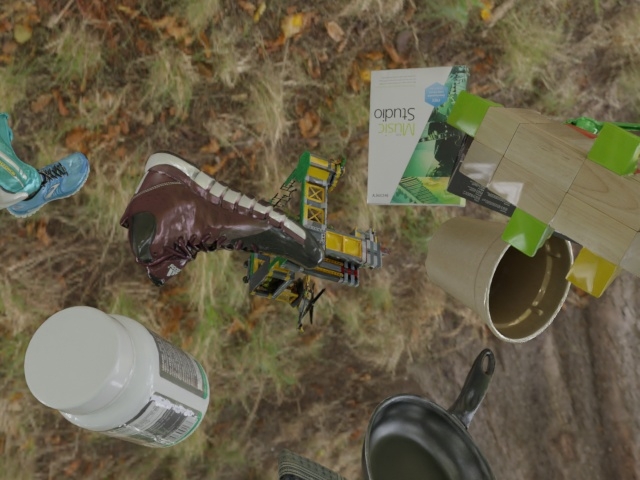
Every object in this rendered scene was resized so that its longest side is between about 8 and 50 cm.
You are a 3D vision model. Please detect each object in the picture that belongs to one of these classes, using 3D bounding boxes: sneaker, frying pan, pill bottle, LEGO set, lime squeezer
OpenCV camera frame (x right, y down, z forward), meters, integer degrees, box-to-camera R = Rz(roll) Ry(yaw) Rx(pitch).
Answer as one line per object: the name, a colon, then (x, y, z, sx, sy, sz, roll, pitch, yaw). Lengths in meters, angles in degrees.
sneaker: (-0.143, 0.009, 1.036, 0.281, 0.162, 0.106, 28, 168, 16)
frying pan: (0.119, 0.210, 0.848, 0.197, 0.326, 0.053, 34, 125, -21)
sneaker: (-0.472, -0.100, 1.354, 0.162, 0.063, 0.073, -39, 172, -18)
pill bottle: (-0.356, 0.251, 1.411, 0.204, 0.204, 0.361, -18, 154, 7)
LEGO set: (0.000, 0.000, 1.509, 0.192, 0.255, 0.331, 16, 138, -23)
sneaker: (-0.495, -0.154, 1.096, 0.110, 0.275, 0.107, -25, 162, -41)
lime squeezer: (0.562, -0.230, 1.717, 0.310, 0.110, 0.059, -18, 119, 20)

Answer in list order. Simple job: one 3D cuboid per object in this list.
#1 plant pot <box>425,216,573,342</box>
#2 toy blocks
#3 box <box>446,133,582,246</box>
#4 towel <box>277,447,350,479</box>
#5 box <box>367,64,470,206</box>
plant pot: (0.471, 0.074, 2.168, 0.334, 0.305, 0.334, -12, 112, -31)
toy blocks: (0.380, -0.073, 1.053, 0.261, 0.381, 0.191, -10, 129, -52)
box: (0.409, -0.122, 1.466, 0.307, 0.242, 0.076, 22, 129, 4)
towel: (0.062, 0.523, 1.342, 0.324, 0.312, 0.056, 32, 102, -17)
box: (0.228, -0.241, 1.828, 0.232, 0.322, 0.058, 2, -178, 25)
